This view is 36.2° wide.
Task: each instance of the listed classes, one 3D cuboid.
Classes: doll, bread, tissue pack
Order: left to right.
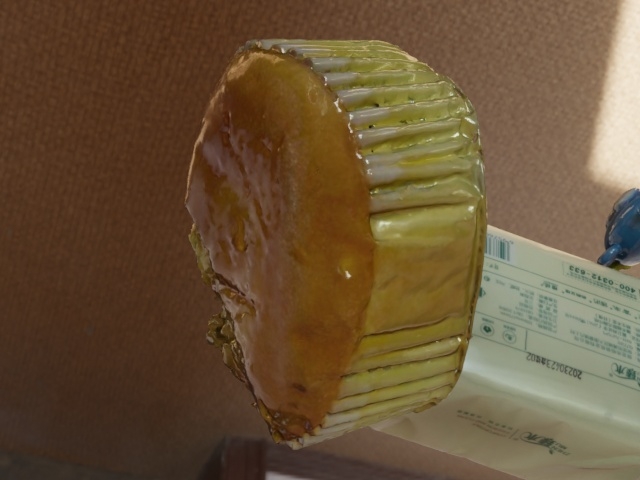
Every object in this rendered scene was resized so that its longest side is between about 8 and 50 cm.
[{"bbox_3d":[0.000,0.000,0.608,0.133,0.179,0.250,-12,121,-35],"label":"bread"},{"bbox_3d":[0.269,0.156,1.350,0.380,0.297,0.207,21,138,-5],"label":"tissue pack"},{"bbox_3d":[0.548,-0.080,1.552,0.098,0.341,0.346,39,163,13],"label":"doll"}]
